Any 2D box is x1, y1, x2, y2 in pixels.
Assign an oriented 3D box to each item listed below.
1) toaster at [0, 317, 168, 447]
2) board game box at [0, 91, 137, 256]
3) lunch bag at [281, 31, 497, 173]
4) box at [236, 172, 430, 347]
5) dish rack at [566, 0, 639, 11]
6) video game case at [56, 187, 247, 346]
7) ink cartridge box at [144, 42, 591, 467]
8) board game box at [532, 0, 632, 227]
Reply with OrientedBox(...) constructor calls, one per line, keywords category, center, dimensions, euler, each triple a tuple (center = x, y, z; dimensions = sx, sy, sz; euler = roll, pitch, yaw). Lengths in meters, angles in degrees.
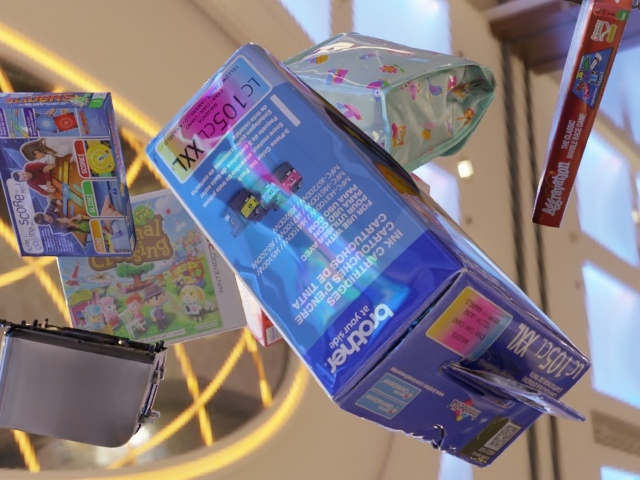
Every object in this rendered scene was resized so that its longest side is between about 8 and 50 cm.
OrientedBox(category="toaster", center=(-0.259, 0.147, 1.218), dimensions=(0.168, 0.185, 0.110), euler=(136, 145, -85))
OrientedBox(category="board game box", center=(-0.288, -0.070, 1.290), dimensions=(0.035, 0.136, 0.201), euler=(-84, -7, -53))
OrientedBox(category="lunch bag", center=(0.089, -0.197, 1.587), dimensions=(0.262, 0.223, 0.160), euler=(-31, -54, -43))
OrientedBox(category="box", center=(0.000, 0.000, 1.649), dimensions=(0.300, 0.142, 0.154), euler=(-27, -42, -24))
OrientedBox(category="dish rack", center=(0.250, -0.255, 1.060), dimensions=(0.208, 0.271, 0.074), euler=(4, -74, -33))
OrientedBox(category="video game case", center=(-0.217, 0.039, 1.442), dimensions=(0.023, 0.212, 0.193), euler=(121, 135, -82))
OrientedBox(category="ink cartridge box", center=(0.057, 0.035, 0.998), dimensions=(0.270, 0.151, 0.395), euler=(32, -164, -52))
OrientedBox(category="board game box", center=(0.198, -0.138, 0.848), dimensions=(0.281, 0.027, 0.145), euler=(86, -160, -62))
